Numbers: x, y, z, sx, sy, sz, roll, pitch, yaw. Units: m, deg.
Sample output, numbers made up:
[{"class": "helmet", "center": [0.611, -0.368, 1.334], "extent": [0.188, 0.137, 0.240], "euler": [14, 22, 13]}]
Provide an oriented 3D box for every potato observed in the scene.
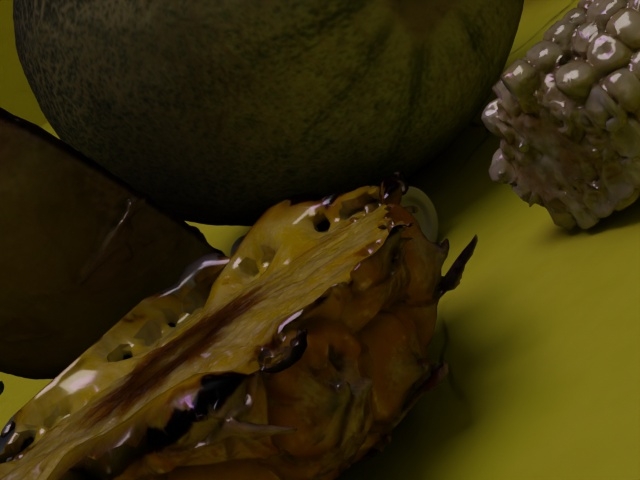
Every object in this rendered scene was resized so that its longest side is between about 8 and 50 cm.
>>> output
[{"class": "potato", "center": [-0.109, 0.036, 0.602], "extent": [0.100, 0.120, 0.261], "euler": [-62, -12, -11]}]

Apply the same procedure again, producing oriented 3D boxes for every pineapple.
[{"class": "pineapple", "center": [-0.034, 0.058, 0.436], "extent": [0.225, 0.076, 0.225], "euler": [-34, 13, 9]}]

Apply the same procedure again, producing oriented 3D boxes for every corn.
[{"class": "corn", "center": [0.149, -0.089, 0.436], "extent": [0.211, 0.087, 0.087], "euler": [-41, 15, -1]}]

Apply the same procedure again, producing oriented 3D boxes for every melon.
[{"class": "melon", "center": [-0.033, -0.127, 0.658], "extent": [0.248, 0.248, 0.329], "euler": [-44, 18, -21]}]

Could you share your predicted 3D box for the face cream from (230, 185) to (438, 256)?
[{"class": "face cream", "center": [0.000, 0.000, 0.586], "extent": [0.130, 0.034, 0.034], "euler": [-12, 30, 50]}]

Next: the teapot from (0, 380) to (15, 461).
[{"class": "teapot", "center": [-0.128, 0.096, 0.557], "extent": [0.083, 0.063, 0.049], "euler": [-36, 22, 11]}]
